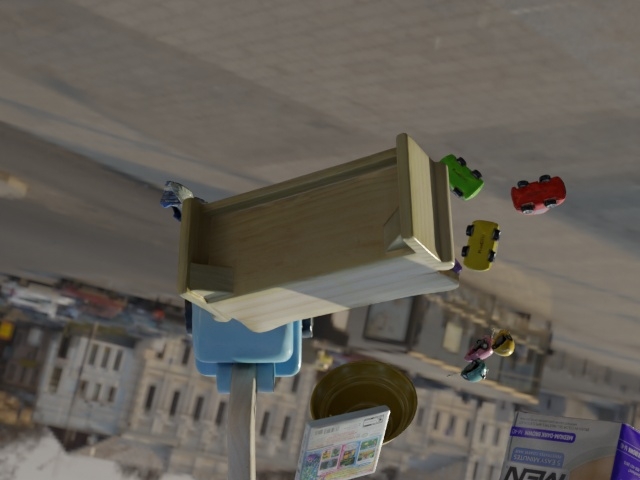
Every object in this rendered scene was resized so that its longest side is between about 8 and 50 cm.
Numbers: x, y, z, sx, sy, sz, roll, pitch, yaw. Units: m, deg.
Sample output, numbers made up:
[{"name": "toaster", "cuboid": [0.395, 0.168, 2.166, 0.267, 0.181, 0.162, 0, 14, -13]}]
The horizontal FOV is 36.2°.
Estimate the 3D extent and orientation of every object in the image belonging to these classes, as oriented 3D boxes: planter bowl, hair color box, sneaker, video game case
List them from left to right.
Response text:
[{"name": "sneaker", "cuboid": [-0.241, -0.055, 1.793, 0.135, 0.058, 0.052, 34, 167, -35]}, {"name": "video game case", "cuboid": [0.036, 0.351, 1.657, 0.157, 0.143, 0.019, -7, -147, -29]}, {"name": "planter bowl", "cuboid": [0.091, 0.355, 2.000, 0.217, 0.217, 0.090, 9, 136, 17]}, {"name": "hair color box", "cuboid": [0.331, 0.417, 1.355, 0.110, 0.338, 0.185, 29, 158, -36]}]

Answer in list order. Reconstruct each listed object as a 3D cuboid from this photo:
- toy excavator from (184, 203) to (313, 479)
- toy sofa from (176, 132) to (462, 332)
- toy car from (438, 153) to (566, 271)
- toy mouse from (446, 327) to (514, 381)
[{"name": "toy excavator", "cuboid": [-0.124, 0.197, 1.570, 0.222, 0.433, 0.445, 1, -153, 1]}, {"name": "toy sofa", "cuboid": [0.000, 0.000, 1.309, 0.363, 0.150, 0.177, -15, 151, 27]}, {"name": "toy car", "cuboid": [0.306, -0.076, 1.831, 0.225, 0.239, 0.053, 46, 176, 26]}, {"name": "toy mouse", "cuboid": [0.287, 0.211, 1.740, 0.031, 0.143, 0.161, 46, -162, -8]}]
